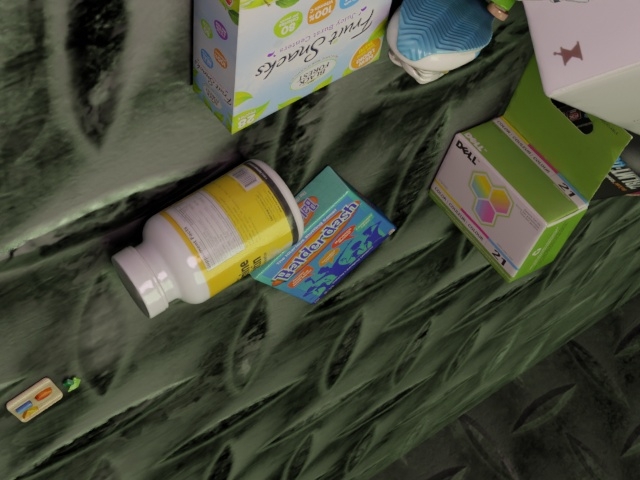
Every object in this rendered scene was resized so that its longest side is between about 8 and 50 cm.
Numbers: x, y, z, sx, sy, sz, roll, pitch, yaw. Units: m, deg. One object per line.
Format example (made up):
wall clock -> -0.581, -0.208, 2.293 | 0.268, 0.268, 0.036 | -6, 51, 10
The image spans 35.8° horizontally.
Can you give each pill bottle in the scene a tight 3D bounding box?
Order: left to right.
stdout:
pill bottle -> -0.116, 0.001, 1.020 | 0.184, 0.103, 0.103 | -32, 157, -18

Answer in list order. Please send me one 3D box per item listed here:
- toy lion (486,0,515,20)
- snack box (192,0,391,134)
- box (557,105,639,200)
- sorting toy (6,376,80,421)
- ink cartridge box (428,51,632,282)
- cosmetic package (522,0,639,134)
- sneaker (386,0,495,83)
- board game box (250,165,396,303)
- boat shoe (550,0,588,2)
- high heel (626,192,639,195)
toy lion -> 0.156, -0.265, 0.989 | 0.100, 0.096, 0.034 | 23, 120, -25
snack box -> -0.018, -0.207, 0.829 | 0.174, 0.070, 0.207 | -31, 158, -23
box -> 0.466, -0.143, 1.484 | 0.293, 0.073, 0.295 | -15, 160, 28
sorting toy -> -0.320, 0.181, 1.156 | 0.083, 0.012, 0.062 | -34, 157, -14
ink cartridge box -> 0.273, -0.099, 1.342 | 0.097, 0.189, 0.255 | -24, 151, -31
cosmetic package -> 0.365, -0.257, 1.083 | 0.161, 0.230, 0.453 | -15, 172, 31
sneaker -> 0.110, -0.193, 0.964 | 0.092, 0.087, 0.229 | -50, 178, 27
board game box -> 0.000, 0.000, 1.278 | 0.160, 0.047, 0.210 | -43, 157, 7
boat shoe -> 0.114, -0.340, 0.698 | 0.136, 0.156, 0.367 | -67, 150, -43
high heel -> 0.662, -0.217, 1.873 | 0.377, 0.127, 0.181 | -29, 140, -32
